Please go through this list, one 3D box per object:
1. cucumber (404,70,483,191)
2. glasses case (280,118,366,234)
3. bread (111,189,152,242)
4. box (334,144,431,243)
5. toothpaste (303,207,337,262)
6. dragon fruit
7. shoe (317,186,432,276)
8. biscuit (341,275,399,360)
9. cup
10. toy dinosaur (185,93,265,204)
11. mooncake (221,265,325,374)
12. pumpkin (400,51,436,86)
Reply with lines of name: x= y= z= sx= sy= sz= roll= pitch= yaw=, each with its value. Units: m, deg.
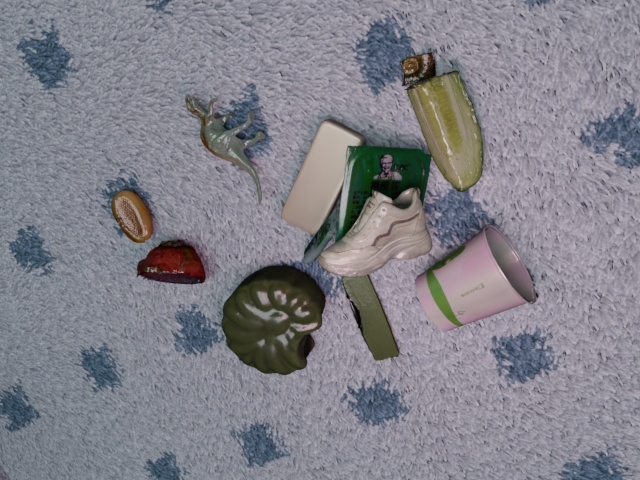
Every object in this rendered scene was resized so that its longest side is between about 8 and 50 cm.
cucumber: x=0.358 y=-0.300 z=1.504 sx=0.145 sy=0.105 sz=0.325 roll=-25 pitch=100 yaw=-7
glasses case: x=0.006 y=-0.188 z=1.637 sx=0.144 sy=0.076 sz=0.336 roll=29 pitch=112 yaw=5
bread: x=-0.634 y=-0.081 z=1.834 sx=0.114 sy=0.077 sz=0.189 roll=-26 pitch=99 yaw=0
box: x=0.162 y=-0.114 z=1.574 sx=0.264 sy=0.106 sz=0.336 roll=0 pitch=109 yaw=-20
toothpaste: x=0.000 y=0.000 z=1.625 sx=0.048 sy=0.074 sz=0.297 roll=10 pitch=154 yaw=-13
dragon fruit: x=-0.485 y=0.061 z=1.798 sx=0.224 sy=0.218 sz=0.148 roll=12 pitch=75 yaw=-29
shoe: x=0.142 y=-0.035 z=1.473 sx=0.342 sy=0.132 sz=0.210 roll=-17 pitch=113 yaw=-18
biscuit: x=0.160 y=0.242 z=1.754 sx=0.099 sy=0.038 sz=0.322 roll=-20 pitch=100 yaw=16
cup: x=0.436 y=0.123 z=1.551 sx=0.274 sy=0.253 sz=0.253 roll=-35 pitch=96 yaw=30
toy dinosaur: x=-0.260 y=-0.296 z=1.663 sx=0.206 sy=0.092 sz=0.392 roll=-21 pitch=102 yaw=19
mooncake: x=-0.152 y=0.256 z=1.761 sx=0.351 sy=0.187 sz=0.351 roll=5 pitch=110 yaw=14
pumpkin: x=0.270 y=-0.477 z=1.506 sx=0.101 sy=0.035 sz=0.073 roll=-10 pitch=116 yaw=13
